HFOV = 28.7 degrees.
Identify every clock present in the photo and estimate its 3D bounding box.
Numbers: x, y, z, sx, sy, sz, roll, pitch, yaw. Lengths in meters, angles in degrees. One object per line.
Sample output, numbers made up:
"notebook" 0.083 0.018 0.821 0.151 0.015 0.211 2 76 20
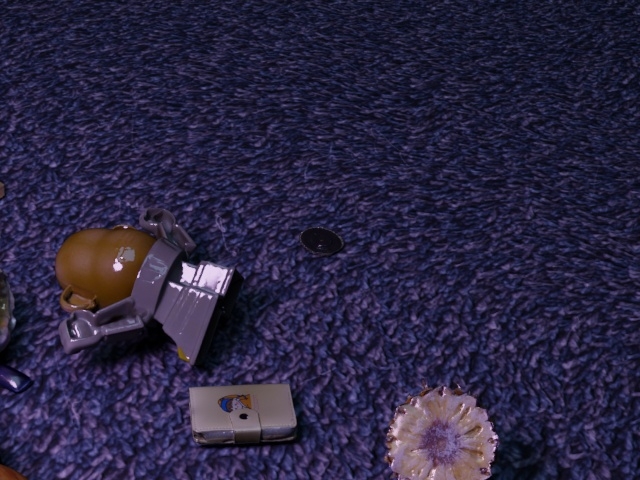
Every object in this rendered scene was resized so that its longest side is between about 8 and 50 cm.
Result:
"clock" 0.000 0.000 2.229 0.074 0.010 0.083 -27 48 -34

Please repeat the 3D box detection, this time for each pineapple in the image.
"pineapple" 0.172 0.295 1.789 0.162 0.137 0.175 7 76 4

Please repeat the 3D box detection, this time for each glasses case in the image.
"glasses case" -0.481 0.205 1.899 0.083 0.023 0.033 20 39 19

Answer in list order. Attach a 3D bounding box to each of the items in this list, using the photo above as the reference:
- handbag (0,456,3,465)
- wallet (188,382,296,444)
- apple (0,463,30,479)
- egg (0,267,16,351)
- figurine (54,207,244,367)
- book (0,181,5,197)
"handbag" -0.527 0.279 1.681 0.215 0.169 0.155 31 45 28
"wallet" -0.116 0.260 1.861 0.155 0.039 0.110 -1 35 -9
"apple" -0.427 0.401 1.474 0.265 0.264 0.264 3 38 -3
"egg" -0.582 0.105 1.891 0.217 0.183 0.183 -6 38 2
"figurine" -0.285 0.067 1.986 0.285 0.167 0.342 19 19 5
"book" -0.697 -0.065 2.217 0.161 0.026 0.231 24 42 24
